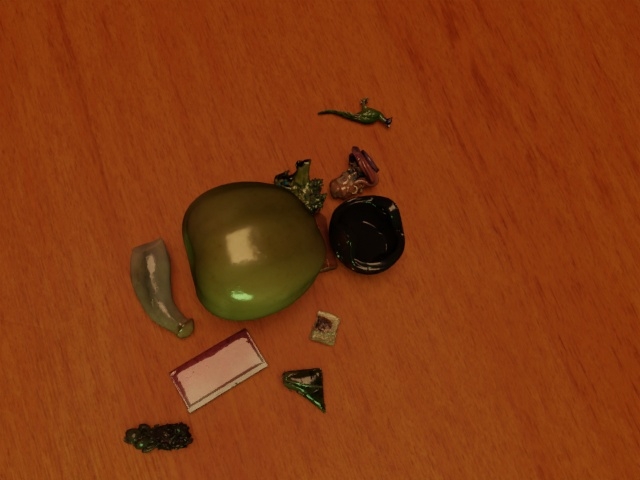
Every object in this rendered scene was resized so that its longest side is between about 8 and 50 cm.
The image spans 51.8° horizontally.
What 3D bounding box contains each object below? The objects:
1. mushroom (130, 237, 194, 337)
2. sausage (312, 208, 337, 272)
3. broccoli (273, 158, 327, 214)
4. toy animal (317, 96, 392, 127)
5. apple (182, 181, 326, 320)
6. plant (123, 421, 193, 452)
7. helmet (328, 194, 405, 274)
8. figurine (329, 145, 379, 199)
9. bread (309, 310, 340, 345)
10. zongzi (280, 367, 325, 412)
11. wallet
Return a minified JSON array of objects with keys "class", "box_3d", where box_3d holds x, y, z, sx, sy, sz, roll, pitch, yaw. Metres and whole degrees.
[{"class":"mushroom","box_3d":[-0.419,0.133,1.713,0.118,0.103,0.270,-19,88,-5]},{"class":"sausage","box_3d":[-0.001,0.000,1.796,0.065,0.065,0.169,-13,77,-8]},{"class":"broccoli","box_3d":[-0.056,-0.146,1.776,0.154,0.167,0.160,1,118,-5]},{"class":"toy animal","box_3d":[0.104,-0.381,1.917,0.216,0.041,0.075,11,76,2]},{"class":"apple","box_3d":[-0.171,0.021,1.641,0.357,0.357,0.357,1,76,-5]},{"class":"plant","box_3d":[-0.404,0.488,1.631,0.174,0.085,0.087,1,37,-1]},{"class":"helmet","box_3d":[0.120,-0.012,1.742,0.189,0.193,0.216,-31,76,-21]},{"class":"figurine","box_3d":[0.098,-0.173,1.836,0.114,0.126,0.157,25,101,-39]},{"class":"bread","box_3d":[0.014,0.234,1.753,0.070,0.035,0.083,20,72,-1]},{"class":"zongzi","box_3d":[-0.044,0.392,1.701,0.109,0.055,0.119,-5,87,-4]},{"class":"wallet","box_3d":[-0.265,0.335,1.706,0.232,0.025,0.119,-30,81,-11]}]
